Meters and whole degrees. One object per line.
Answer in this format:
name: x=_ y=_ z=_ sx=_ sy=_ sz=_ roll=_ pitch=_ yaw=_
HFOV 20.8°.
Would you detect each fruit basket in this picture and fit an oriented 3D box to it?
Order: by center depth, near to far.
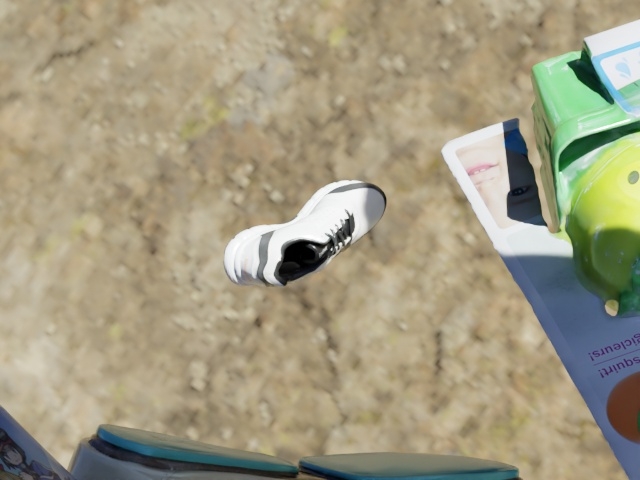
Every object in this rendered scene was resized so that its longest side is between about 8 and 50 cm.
fruit basket: x=0.280 y=-0.010 z=1.053 sx=0.327 sy=0.165 sz=0.353 roll=-18 pitch=39 yaw=-6

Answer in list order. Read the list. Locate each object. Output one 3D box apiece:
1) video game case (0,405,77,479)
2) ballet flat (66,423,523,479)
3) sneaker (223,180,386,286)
video game case: x=-0.097 y=0.227 z=0.645 sx=0.036 sy=0.300 sz=0.329 roll=-44 pitch=2 yaw=23
ballet flat: x=-0.011 y=0.141 z=0.872 sx=0.086 sy=0.248 sz=0.086 roll=-172 pitch=90 yaw=-66
sneaker: x=0.000 y=0.000 z=0.969 sx=0.109 sy=0.040 sz=0.044 roll=-31 pitch=27 yaw=-32
